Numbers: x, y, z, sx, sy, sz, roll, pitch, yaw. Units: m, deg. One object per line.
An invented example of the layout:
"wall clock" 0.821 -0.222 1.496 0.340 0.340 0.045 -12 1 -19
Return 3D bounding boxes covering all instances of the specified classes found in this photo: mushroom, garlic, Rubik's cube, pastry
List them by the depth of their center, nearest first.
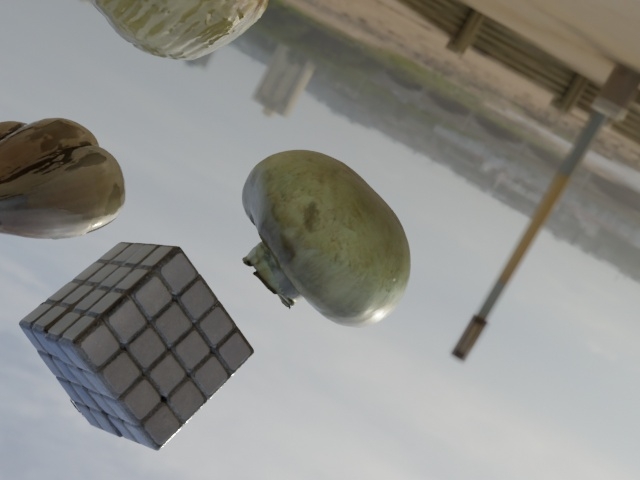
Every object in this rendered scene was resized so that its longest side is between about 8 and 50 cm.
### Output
"garlic" -0.421 -0.096 1.587 0.279 0.132 0.325 33 -142 28
"pastry" -0.227 -0.487 1.709 0.388 0.313 0.388 43 -158 -23
"mushroom" 0.000 0.000 1.882 0.352 0.260 0.352 48 -176 -4
"Rubik's cube" -0.427 0.234 2.493 0.337 0.344 0.344 5 133 53
